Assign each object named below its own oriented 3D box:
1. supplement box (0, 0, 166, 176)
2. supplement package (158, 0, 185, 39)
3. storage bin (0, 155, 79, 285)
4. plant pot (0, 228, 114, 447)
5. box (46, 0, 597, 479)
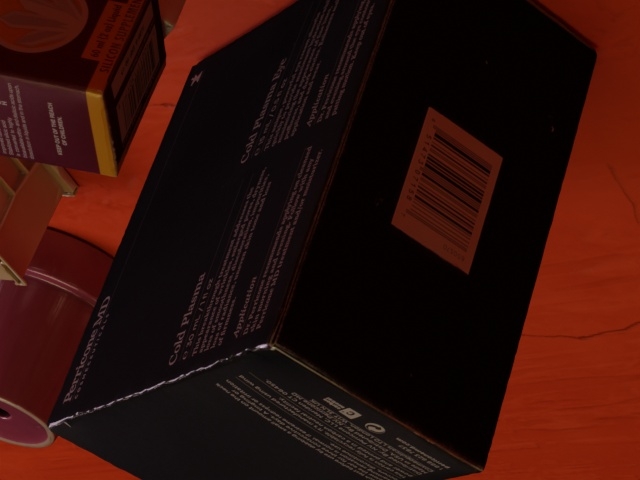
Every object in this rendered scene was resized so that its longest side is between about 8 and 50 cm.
[{"bbox_3d":[-0.203,-0.118,1.073,0.188,0.104,0.081,11,143,10],"label":"supplement box"},{"bbox_3d":[-0.230,-0.216,1.169,0.262,0.145,0.204,31,142,-18],"label":"supplement package"},{"bbox_3d":[-0.412,-0.081,1.585,0.262,0.123,0.260,4,148,28],"label":"storage bin"},{"bbox_3d":[-0.306,0.109,1.793,0.201,0.180,0.201,16,153,9],"label":"plant pot"},{"bbox_3d":[0.000,0.000,1.229,0.179,0.343,0.312,33,150,-24],"label":"box"}]
